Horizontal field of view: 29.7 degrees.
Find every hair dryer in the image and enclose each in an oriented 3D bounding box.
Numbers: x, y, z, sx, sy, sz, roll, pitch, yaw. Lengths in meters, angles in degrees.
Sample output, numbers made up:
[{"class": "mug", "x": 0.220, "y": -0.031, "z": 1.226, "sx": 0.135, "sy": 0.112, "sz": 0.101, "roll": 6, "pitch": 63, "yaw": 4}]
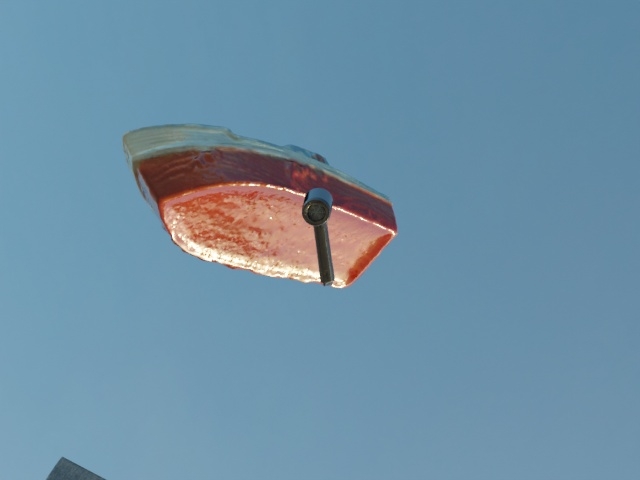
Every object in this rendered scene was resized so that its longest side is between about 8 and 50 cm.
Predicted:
[{"class": "hair dryer", "x": 0.000, "y": 0.000, "z": 1.031, "sx": 0.026, "sy": 0.047, "sz": 0.083, "roll": -5, "pitch": -76, "yaw": 5}]

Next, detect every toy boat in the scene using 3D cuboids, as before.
[{"class": "toy boat", "x": -0.074, "y": -0.055, "z": 1.337, "sx": 0.145, "sy": 0.332, "sz": 0.133, "roll": -49, "pitch": -135, "yaw": 28}]

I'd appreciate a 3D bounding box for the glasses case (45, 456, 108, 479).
[{"class": "glasses case", "x": -0.136, "y": 0.251, "z": 0.969, "sx": 0.205, "sy": 0.071, "sz": 0.047, "roll": 28, "pitch": -55, "yaw": -1}]
